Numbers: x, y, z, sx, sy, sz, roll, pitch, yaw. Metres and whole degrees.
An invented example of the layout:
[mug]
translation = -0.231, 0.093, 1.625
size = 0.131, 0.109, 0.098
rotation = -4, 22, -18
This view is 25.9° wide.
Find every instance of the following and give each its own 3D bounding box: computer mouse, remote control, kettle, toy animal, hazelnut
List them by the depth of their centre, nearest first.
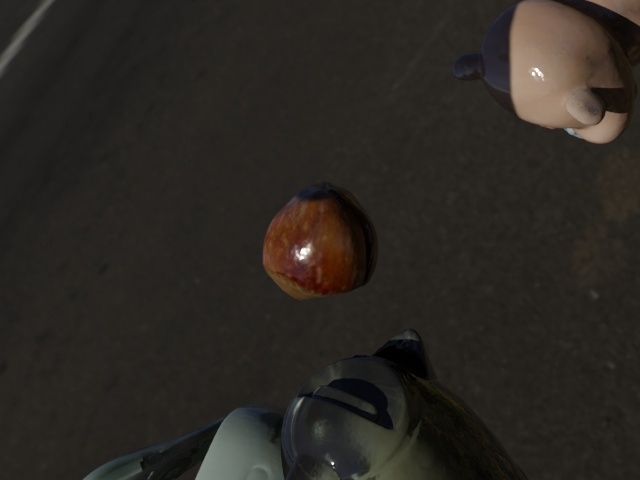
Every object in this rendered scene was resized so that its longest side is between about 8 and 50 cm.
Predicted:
[kettle]
translation = 0.053, 0.273, 1.382
size = 0.228, 0.324, 0.321
rotation = 17, 64, 37
[computer mouse]
translation = -0.073, 0.267, 1.509
size = 0.079, 0.128, 0.231
rotation = 106, -177, -45
[hazelnut]
translation = 0.000, 0.000, 1.643
size = 0.143, 0.143, 0.154
rotation = -45, 0, 5
[remote control]
translation = -0.200, 0.270, 1.673
size = 0.256, 0.045, 0.097
rotation = -20, -24, -37
[toy animal]
translation = 0.319, -0.241, 1.709
size = 0.210, 0.229, 0.221
rotation = 27, 100, 39
